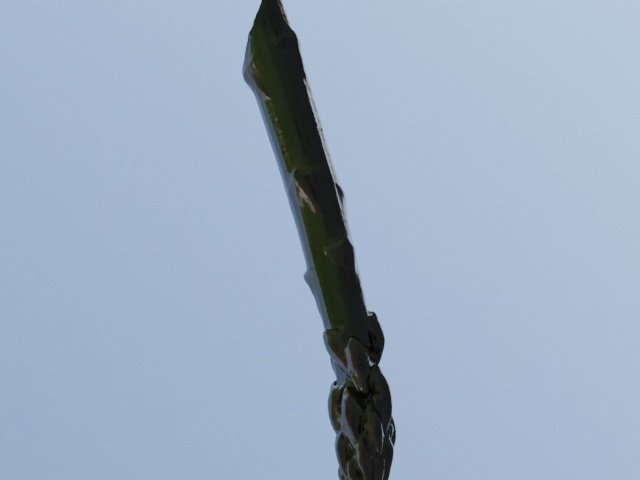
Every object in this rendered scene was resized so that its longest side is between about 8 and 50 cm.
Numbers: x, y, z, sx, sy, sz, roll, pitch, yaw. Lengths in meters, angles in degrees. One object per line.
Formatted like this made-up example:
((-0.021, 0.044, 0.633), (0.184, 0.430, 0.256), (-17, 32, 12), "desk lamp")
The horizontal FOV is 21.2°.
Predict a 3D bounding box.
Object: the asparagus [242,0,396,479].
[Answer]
((0.000, 0.000, 0.679), (0.034, 0.027, 0.236), (22, -133, -48), "asparagus")
